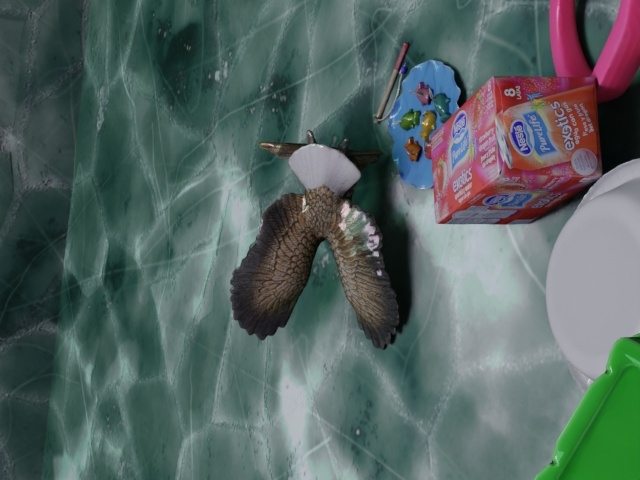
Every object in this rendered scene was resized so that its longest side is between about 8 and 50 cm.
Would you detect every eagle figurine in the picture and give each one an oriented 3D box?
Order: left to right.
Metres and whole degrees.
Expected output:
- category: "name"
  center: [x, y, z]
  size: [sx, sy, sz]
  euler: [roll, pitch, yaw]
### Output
- category: "eagle figurine"
  center: [0.007, 0.003, 2.022]
  size: [0.226, 0.225, 0.298]
  euler: [-6, 72, 55]

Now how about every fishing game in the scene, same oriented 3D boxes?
- category: "fishing game"
  center: [0.140, -0.166, 1.963]
  size: [0.264, 0.041, 0.189]
  euler: [57, 134, 50]

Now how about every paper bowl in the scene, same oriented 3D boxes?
- category: "paper bowl"
  center: [0.351, 0.052, 1.467]
  size: [0.284, 0.148, 0.284]
  euler: [-13, 75, 60]

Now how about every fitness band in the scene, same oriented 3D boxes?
- category: "fitness band"
  center: [0.312, -0.284, 1.569]
  size: [0.291, 0.054, 0.209]
  euler: [99, 159, -60]

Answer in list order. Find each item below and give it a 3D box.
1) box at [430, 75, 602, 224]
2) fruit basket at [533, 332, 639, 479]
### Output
- category: "box"
  center: [0.228, -0.102, 1.646]
  size: [0.257, 0.128, 0.122]
  euler: [134, 135, -74]
- category: "fruit basket"
  center: [0.389, 0.282, 1.288]
  size: [0.283, 0.392, 0.392]
  euler: [-58, 32, -4]
